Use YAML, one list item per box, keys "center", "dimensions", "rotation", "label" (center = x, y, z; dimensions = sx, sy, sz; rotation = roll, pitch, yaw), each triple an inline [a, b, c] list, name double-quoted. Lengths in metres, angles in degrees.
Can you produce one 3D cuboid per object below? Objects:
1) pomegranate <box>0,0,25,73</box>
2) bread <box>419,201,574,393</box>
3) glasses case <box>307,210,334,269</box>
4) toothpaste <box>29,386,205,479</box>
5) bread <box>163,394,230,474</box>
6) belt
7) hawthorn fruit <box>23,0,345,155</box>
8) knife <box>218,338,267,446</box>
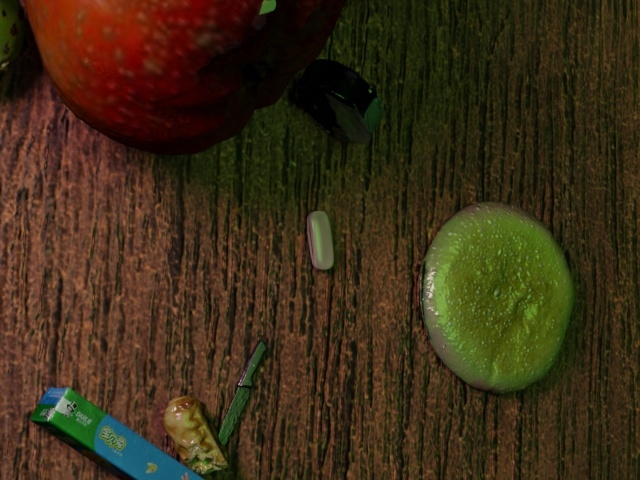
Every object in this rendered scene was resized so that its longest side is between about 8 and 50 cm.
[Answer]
- center: [-0.420, -0.262, 1.560]
  dimensions: [0.143, 0.122, 0.169]
  rotation: [-33, 103, -30]
  label: "pomegranate"
- center: [0.272, 0.080, 2.028]
  dimensions: [0.301, 0.045, 0.301]
  rotation: [5, 80, -32]
  label: "bread"
- center: [0.000, 0.000, 1.868]
  dimensions: [0.032, 0.021, 0.083]
  rotation: [-6, 88, -33]
  label: "glasses case"
- center: [-0.232, 0.271, 1.655]
  dimensions: [0.267, 0.065, 0.050]
  rotation: [39, 68, -24]
  label: "toothpaste"
- center: [-0.161, 0.249, 1.708]
  dimensions: [0.066, 0.060, 0.110]
  rotation: [-36, 105, -47]
  label: "bread"
- center: [0.029, -0.194, 1.863]
  dimensions: [0.140, 0.105, 0.058]
  rotation: [45, 61, -32]
  label: "belt"
- center: [-0.185, -0.314, 1.595]
  dimensions: [0.403, 0.403, 0.402]
  rotation: [5, 81, -33]
  label: "hawthorn fruit"
- center: [-0.107, 0.210, 1.779]
  dimensions: [0.023, 0.010, 0.170]
  rotation: [31, 70, -20]
  label: "knife"
